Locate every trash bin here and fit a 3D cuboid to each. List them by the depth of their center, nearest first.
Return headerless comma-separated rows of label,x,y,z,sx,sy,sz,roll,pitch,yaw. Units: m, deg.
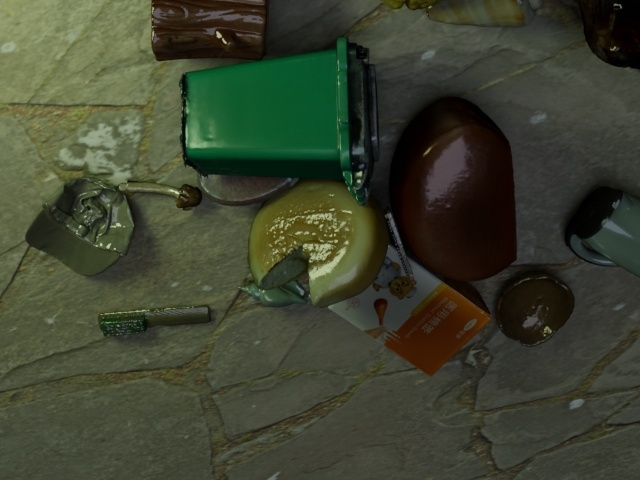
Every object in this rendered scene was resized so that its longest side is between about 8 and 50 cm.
trash bin,-0.073,-0.223,1.452,0.380,0.259,0.296,-2,83,7

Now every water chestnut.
water chestnut,0.602,-0.496,1.370,0.335,0.346,0.336,-13,111,-36

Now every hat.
hat,-0.556,-0.039,1.673,0.214,0.149,0.244,38,146,-27

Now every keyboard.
keyboard,0.170,0.008,1.567,0.017,0.055,0.166,-20,109,5

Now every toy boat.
toy boat,-0.162,-0.155,1.606,0.227,0.085,0.155,-17,86,1

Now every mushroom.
mushroom,-0.364,-0.106,1.647,0.186,0.060,0.061,9,115,-2

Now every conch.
conch,0.339,-0.488,1.430,0.254,0.127,0.158,-16,117,7
conch,-0.117,0.121,1.772,0.180,0.088,0.065,9,160,-13

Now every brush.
brush,-0.419,0.201,1.809,0.282,0.048,0.054,-5,120,0

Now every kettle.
kettle,0.701,-0.006,1.681,0.236,0.161,0.221,26,144,-13

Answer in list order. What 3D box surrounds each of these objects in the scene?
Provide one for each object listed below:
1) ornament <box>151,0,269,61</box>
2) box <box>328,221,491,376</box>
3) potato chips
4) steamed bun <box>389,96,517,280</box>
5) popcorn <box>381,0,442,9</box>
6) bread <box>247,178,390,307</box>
ornament,-0.213,-0.442,1.393,0.217,0.221,0.235,0,135,-9
box,0.211,0.143,1.739,0.341,0.143,0.225,35,111,-17
potato chips,0.535,0.167,1.806,0.195,0.062,0.208,-14,118,12
steamed bun,0.274,-0.101,1.564,0.248,0.235,0.380,-12,119,1
popcorn,0.194,-0.557,1.373,0.200,0.203,0.226,1,155,-10
bread,0.000,0.000,1.605,0.333,0.333,0.160,-31,153,14
